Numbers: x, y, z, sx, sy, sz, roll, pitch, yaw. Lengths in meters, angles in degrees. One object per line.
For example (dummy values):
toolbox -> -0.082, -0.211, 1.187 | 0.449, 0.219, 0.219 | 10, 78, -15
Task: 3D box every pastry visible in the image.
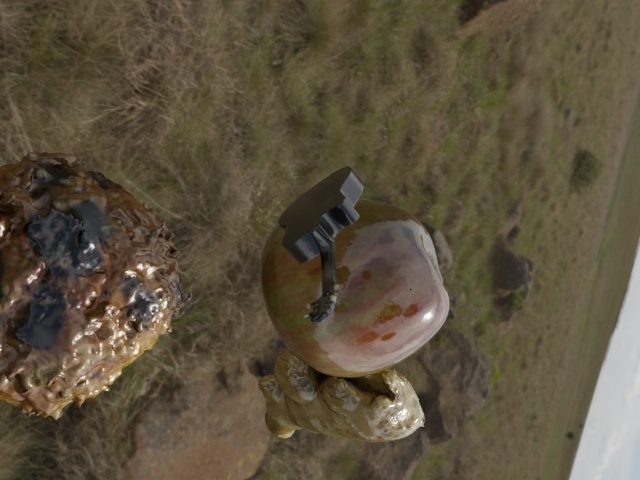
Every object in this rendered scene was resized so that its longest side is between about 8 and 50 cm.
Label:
pastry -> -0.393, 0.051, 0.842 | 0.338, 0.404, 0.292 | -19, 169, -16

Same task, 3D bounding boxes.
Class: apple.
apple -> 0.051, 0.061, 0.765 | 0.256, 0.234, 0.256 | 54, 25, -39

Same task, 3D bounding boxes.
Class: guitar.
guitar -> 0.000, 0.000, 0.441 | 0.025, 0.088, 0.233 | 50, 16, -18

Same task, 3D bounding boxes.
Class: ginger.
ginger -> -0.010, 0.284, 0.938 | 0.236, 0.376, 0.165 | 27, 46, -45
